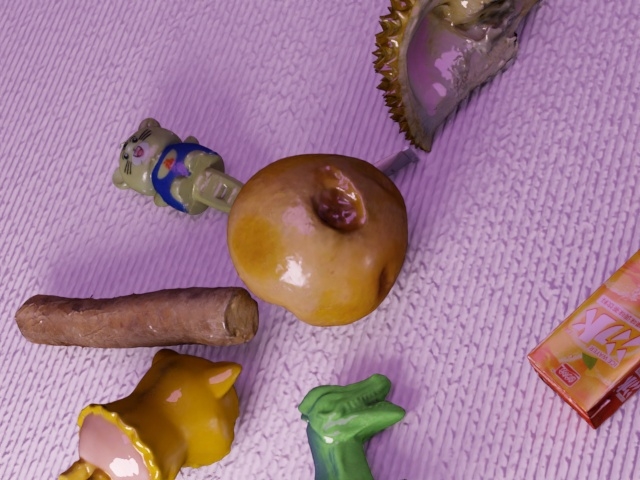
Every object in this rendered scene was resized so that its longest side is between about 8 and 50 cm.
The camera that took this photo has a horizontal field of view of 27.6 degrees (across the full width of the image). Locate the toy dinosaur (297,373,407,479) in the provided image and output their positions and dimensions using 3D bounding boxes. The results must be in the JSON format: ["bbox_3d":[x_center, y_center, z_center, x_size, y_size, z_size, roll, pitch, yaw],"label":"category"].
[{"bbox_3d":[-0.099,0.377,1.389,0.500,0.144,0.374,-25,52,3],"label":"toy dinosaur"}]

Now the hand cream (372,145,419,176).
[{"bbox_3d":[0.021,-0.059,1.613,0.216,0.038,0.052,-29,13,10],"label":"hand cream"}]

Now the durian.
[{"bbox_3d":[0.171,-0.274,1.612,0.166,0.172,0.306,43,76,9],"label":"durian"}]

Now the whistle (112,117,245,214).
[{"bbox_3d":[-0.180,-0.085,1.691,0.227,0.085,0.105,25,85,30],"label":"whistle"}]

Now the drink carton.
[{"bbox_3d":[0.337,0.089,1.395,0.223,0.071,0.096,-42,58,-3],"label":"drink carton"}]

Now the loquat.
[{"bbox_3d":[-0.005,0.001,1.507,0.213,0.213,0.213,-10,61,18],"label":"loquat"}]

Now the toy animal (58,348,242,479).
[{"bbox_3d":[-0.196,0.216,1.491,0.156,0.156,0.230,24,51,30],"label":"toy animal"}]

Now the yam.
[{"bbox_3d":[-0.229,0.095,1.590,0.356,0.081,0.081,-2,63,35],"label":"yam"}]
